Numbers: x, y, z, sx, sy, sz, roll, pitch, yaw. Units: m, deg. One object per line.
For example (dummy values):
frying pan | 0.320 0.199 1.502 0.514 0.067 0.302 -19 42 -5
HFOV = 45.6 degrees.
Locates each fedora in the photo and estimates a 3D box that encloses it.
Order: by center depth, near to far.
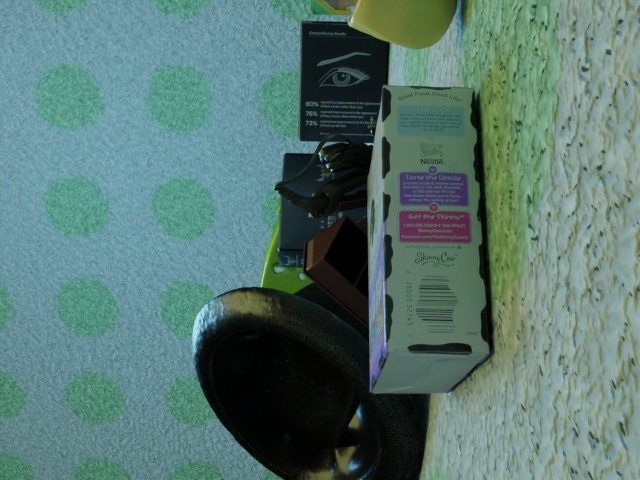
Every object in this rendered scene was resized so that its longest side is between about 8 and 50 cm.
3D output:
fedora | 0.006 0.152 0.886 0.152 0.334 0.334 -44 -31 -38

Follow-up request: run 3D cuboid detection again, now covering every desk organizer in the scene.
desk organizer | 0.047 0.040 0.692 0.130 0.050 0.047 42 -154 -24

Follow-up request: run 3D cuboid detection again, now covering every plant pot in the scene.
plant pot | 0.000 0.000 1.587 0.228 0.227 0.207 -88 6 -75

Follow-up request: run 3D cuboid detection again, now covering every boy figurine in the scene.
boy figurine | 0.074 -0.302 0.628 0.177 0.092 0.285 -111 25 -82

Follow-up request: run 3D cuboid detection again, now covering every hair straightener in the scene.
hair straightener | 0.034 -0.073 0.718 0.230 0.047 0.089 -13 -70 -52

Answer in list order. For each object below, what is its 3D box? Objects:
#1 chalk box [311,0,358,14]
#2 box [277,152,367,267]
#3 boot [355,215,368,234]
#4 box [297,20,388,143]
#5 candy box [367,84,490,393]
chalk box | 0.053 -0.392 0.982 0.213 0.132 0.132 81 -169 -84
box | 0.017 -0.057 1.403 0.059 0.183 0.233 91 -179 -54
boot | 0.074 0.057 1.236 0.137 0.077 0.198 15 -71 -55
box | 0.039 -0.278 1.342 0.108 0.153 0.207 -87 -1 -77
candy box | 0.075 0.007 0.584 0.165 0.070 0.196 91 180 -70
